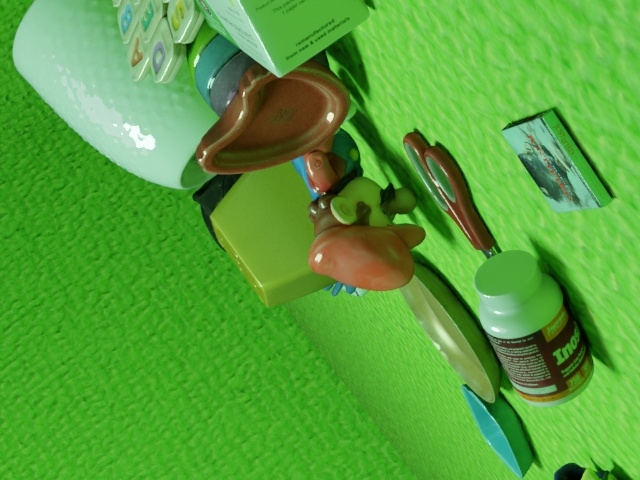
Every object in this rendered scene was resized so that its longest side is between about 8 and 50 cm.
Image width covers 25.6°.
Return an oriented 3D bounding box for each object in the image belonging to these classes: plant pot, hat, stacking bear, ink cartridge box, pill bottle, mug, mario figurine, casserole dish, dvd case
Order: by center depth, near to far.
[{"bbox_3d":[0.189,-0.062,1.143,0.087,0.013,0.119,56,172,-5],"label":"dvd case"},{"bbox_3d":[-0.091,-0.322,1.355,0.278,0.117,0.201,60,171,-32],"label":"ink cartridge box"},{"bbox_3d":[0.208,0.086,1.390,0.152,0.086,0.086,59,171,-33],"label":"pill bottle"},{"bbox_3d":[-0.093,-0.240,1.604,0.175,0.164,0.289,-52,53,39],"label":"stacking bear"},{"bbox_3d":[0.040,-0.087,1.712,0.198,0.170,0.321,1,-124,-53],"label":"mario figurine"},{"bbox_3d":[0.177,0.116,1.922,0.236,0.032,0.236,54,171,12],"label":"plant pot"},{"bbox_3d":[0.261,0.269,2.043,0.114,0.037,0.188,48,169,43],"label":"casserole dish"},{"bbox_3d":[-0.050,-0.017,2.153,0.212,0.187,0.212,54,173,11],"label":"plant pot"},{"bbox_3d":[-0.261,-0.238,2.230,0.328,0.276,0.374,45,176,14],"label":"mug"},{"bbox_3d":[-0.166,-0.065,2.686,0.331,0.134,0.331,63,-178,-4],"label":"hat"}]

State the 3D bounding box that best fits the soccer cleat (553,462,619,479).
[{"bbox_3d":[0.336,0.322,1.609,0.121,0.093,0.289,63,171,-6],"label":"soccer cleat"}]

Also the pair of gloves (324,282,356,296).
[{"bbox_3d":[0.000,0.000,2.339,0.198,0.023,0.159,48,147,18],"label":"pair of gloves"}]

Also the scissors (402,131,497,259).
[{"bbox_3d":[0.178,0.009,1.513,0.297,0.021,0.109,56,170,-16],"label":"scissors"}]

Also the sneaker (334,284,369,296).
[{"bbox_3d":[0.004,0.050,2.466,0.094,0.091,0.258,59,169,-27],"label":"sneaker"}]

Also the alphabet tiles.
[{"bbox_3d":[-0.189,-0.327,1.601,0.278,0.021,0.284,-54,46,49],"label":"alphabet tiles"}]
